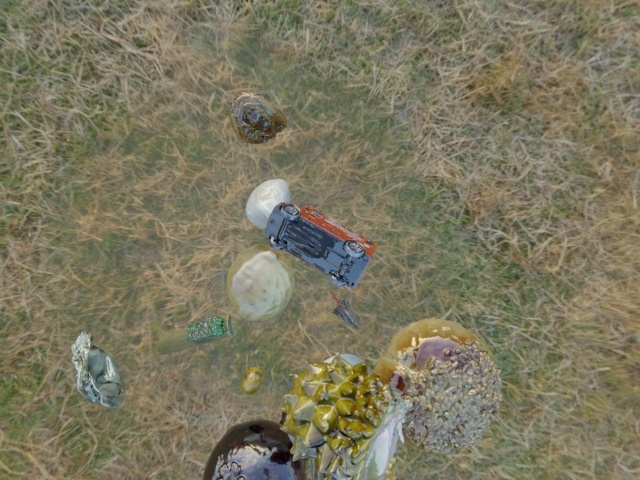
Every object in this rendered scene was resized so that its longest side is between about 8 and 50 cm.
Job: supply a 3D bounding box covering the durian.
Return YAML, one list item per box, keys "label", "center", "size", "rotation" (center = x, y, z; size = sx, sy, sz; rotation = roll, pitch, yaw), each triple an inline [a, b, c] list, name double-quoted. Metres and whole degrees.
- label: "durian"
  center: [0.019, 0.223, 0.425]
  size: [0.141, 0.078, 0.224]
  rotation: [5, 117, 22]

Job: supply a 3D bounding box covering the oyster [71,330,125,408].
- label: "oyster"
  center: [-0.564, 0.318, 1.042]
  size: [0.252, 0.199, 0.087]
  rotation: [43, 75, 13]

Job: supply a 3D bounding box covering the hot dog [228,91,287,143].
- label: "hot dog"
  center: [-0.198, -0.390, 1.360]
  size: [0.161, 0.227, 0.099]
  rotation: [-26, 74, 23]

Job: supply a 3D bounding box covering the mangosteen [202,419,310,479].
- label: "mangosteen"
  center: [-0.172, 0.649, 1.167]
  size: [0.297, 0.293, 0.296]
  rotation: [-1, 88, 23]

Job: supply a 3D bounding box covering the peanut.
- label: "peanut"
  center: [-0.126, 0.090, 0.874]
  size: [0.141, 0.109, 0.159]
  rotation: [28, 62, 1]

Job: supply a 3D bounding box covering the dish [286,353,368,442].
- label: "dish"
  center: [0.047, 0.412, 1.016]
  size: [0.260, 0.085, 0.260]
  rotation: [-15, 114, -35]

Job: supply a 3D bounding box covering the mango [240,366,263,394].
- label: "mango"
  center: [-0.199, 0.411, 1.217]
  size: [0.057, 0.114, 0.078]
  rotation: [20, 54, -2]

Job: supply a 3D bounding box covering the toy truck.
- label: "toy truck"
  center: [0.000, 0.000, 0.987]
  size: [0.253, 0.114, 0.107]
  rotation: [31, 122, 9]

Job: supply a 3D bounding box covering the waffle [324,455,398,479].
- label: "waffle"
  center: [0.114, 0.402, 0.509]
  size: [0.293, 0.069, 0.259]
  rotation: [22, 90, 35]

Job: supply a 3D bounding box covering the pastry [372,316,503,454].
- label: "pastry"
  center: [0.363, 0.449, 1.295]
  size: [0.410, 0.245, 0.409]
  rotation: [0, 88, -2]

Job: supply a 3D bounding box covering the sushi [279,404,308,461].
- label: "sushi"
  center: [0.038, 0.762, 1.739]
  size: [0.329, 0.285, 0.328]
  rotation: [22, 117, -43]

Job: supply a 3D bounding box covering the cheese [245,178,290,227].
- label: "cheese"
  center: [-0.215, -0.138, 1.680]
  size: [0.155, 0.189, 0.198]
  rotation: [24, 51, -12]

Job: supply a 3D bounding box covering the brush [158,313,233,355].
- label: "brush"
  center: [-0.320, 0.234, 1.024]
  size: [0.048, 0.283, 0.054]
  rotation: [18, 58, -48]

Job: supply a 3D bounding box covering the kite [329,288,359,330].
- label: "kite"
  center: [0.088, 0.260, 1.557]
  size: [0.009, 0.232, 0.189]
  rotation: [-36, 88, 17]
